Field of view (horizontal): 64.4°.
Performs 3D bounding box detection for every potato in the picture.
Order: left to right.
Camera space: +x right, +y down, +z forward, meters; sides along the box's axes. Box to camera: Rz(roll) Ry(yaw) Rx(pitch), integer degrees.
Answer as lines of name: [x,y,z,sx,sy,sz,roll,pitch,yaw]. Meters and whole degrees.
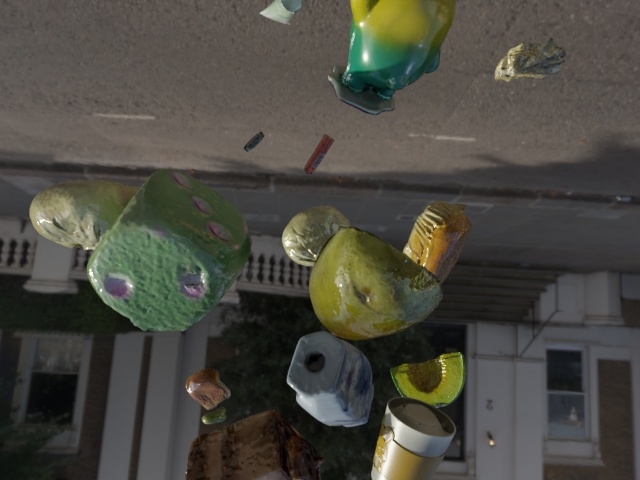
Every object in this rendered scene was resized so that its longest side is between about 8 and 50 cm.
potato: [0.098,0.121,1.183,0.331,0.212,0.280,28,166,13]

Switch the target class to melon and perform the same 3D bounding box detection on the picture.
melon: [0.400,0.504,1.791,0.265,0.169,0.129,-19,154,20]

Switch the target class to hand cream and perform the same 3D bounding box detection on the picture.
hand cream: [-0.087,-0.525,1.158,0.078,0.049,0.205,11,-171,-17]

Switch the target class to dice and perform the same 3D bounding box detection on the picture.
dice: [-0.392,0.026,1.366,0.330,0.318,0.322,36,-158,-15]

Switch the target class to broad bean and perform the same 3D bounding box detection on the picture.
broad bean: [-0.349,0.581,1.678,0.083,0.045,0.063,-9,177,-32]

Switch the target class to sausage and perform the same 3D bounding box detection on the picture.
sausage: [-0.008,-0.240,1.447,0.034,0.129,0.034,28,-155,-14]

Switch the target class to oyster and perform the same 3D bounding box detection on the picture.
oyster: [0.600,-0.514,1.477,0.209,0.072,0.132,20,155,37]

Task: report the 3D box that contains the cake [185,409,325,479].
cake: [-0.129,0.502,1.120,0.293,0.196,0.198,-26,-154,6]

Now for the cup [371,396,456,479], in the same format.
cup: [0.232,0.544,1.373,0.186,0.225,0.241,15,-171,-12]

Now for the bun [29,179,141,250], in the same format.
bun: [-0.702,-0.072,1.586,0.362,0.212,0.361,-2,177,0]

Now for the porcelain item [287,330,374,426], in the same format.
porcelain item: [0.045,0.432,1.537,0.179,0.242,0.405,6,151,23]

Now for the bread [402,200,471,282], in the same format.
bread: [0.431,0.038,1.908,0.236,0.183,0.388,-25,141,-23]

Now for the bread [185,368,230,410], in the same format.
bread: [-0.342,0.453,1.533,0.129,0.126,0.044,-35,-171,21]

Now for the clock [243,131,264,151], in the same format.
clock: [-0.221,-0.328,1.688,0.017,0.085,0.085,46,151,-21]

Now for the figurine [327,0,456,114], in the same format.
figurine: [0.177,-0.483,1.206,0.324,0.231,0.340,1,142,-29]

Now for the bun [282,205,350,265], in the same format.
bun: [0.000,0.000,1.626,0.230,0.145,0.229,-19,143,-15]
